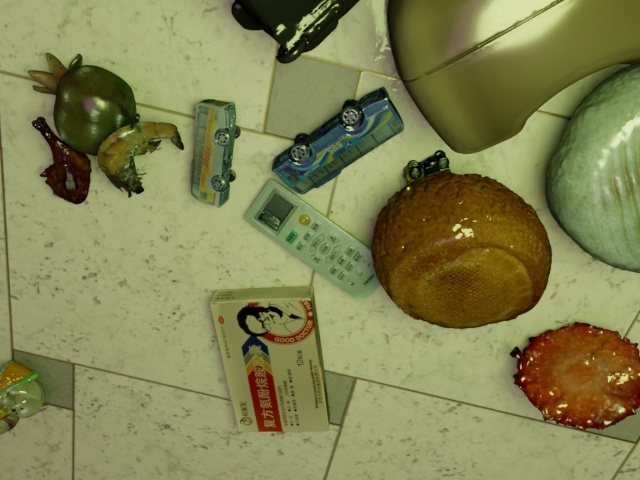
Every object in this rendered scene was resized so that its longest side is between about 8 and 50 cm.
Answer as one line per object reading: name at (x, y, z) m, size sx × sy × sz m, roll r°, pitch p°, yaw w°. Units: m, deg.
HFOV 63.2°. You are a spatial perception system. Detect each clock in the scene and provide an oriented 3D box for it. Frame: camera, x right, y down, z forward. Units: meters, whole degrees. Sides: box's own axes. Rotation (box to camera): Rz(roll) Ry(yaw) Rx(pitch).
clock at (-0.745, 0.379, 1.232) m, size 0.231 × 0.103 × 0.144 m, roll -32°, pitch 99°, yaw 17°

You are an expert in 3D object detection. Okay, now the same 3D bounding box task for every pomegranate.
pomegranate at (-0.409, -0.240, 0.905) m, size 0.191 × 0.131 × 0.151 m, roll 36°, pitch 125°, yaw 16°

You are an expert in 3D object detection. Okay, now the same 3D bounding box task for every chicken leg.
chicken leg at (-0.474, -0.139, 0.962) m, size 0.093 × 0.053 × 0.205 m, roll 14°, pitch 135°, yaw -12°

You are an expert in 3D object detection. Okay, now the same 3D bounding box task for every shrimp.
shrimp at (-0.314, -0.146, 0.929) m, size 0.150 × 0.217 × 0.051 m, roll -32°, pitch 79°, yaw -19°

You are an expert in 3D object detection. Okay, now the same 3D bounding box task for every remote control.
remote control at (0.000, 0.000, 1.007) m, size 0.293 × 0.051 × 0.103 m, roll 35°, pitch 113°, yaw -6°

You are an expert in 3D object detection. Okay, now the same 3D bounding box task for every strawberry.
strawberry at (0.503, 0.288, 1.012) m, size 0.234 × 0.233 × 0.178 m, roll -21°, pitch 131°, yaw 15°

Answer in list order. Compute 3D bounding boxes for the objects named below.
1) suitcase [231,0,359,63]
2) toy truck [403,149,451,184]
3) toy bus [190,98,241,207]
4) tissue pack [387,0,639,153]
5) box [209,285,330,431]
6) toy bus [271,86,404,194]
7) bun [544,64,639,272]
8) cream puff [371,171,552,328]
suitcase at (-0.042, -0.459, 0.651) m, size 0.339 × 0.188 × 0.345 m, roll -41°, pitch 136°, yaw 10°
toy truck at (0.191, -0.120, 0.932) m, size 0.084 × 0.049 × 0.054 m, roll -19°, pitch 113°, yaw 13°
toy bus at (-0.193, -0.158, 0.946) m, size 0.075 × 0.064 × 0.190 m, roll 14°, pitch 116°, yaw 5°
tissue pack at (0.280, -0.324, 0.706) m, size 0.387 × 0.267 × 0.276 m, roll -28°, pitch 113°, yaw 19°
box at (-0.101, 0.267, 1.136) m, size 0.215 × 0.069 × 0.352 m, roll -3°, pitch 113°, yaw 7°
toy bus at (0.029, -0.170, 0.908) m, size 0.237 × 0.079 × 0.094 m, roll -32°, pitch 110°, yaw 19°
bun at (0.539, -0.118, 0.807) m, size 0.363 × 0.211 × 0.361 m, roll 3°, pitch 113°, yaw 7°
cream puff at (0.233, 0.008, 0.888) m, size 0.304 × 0.212 × 0.303 m, roll 5°, pitch 141°, yaw 4°
